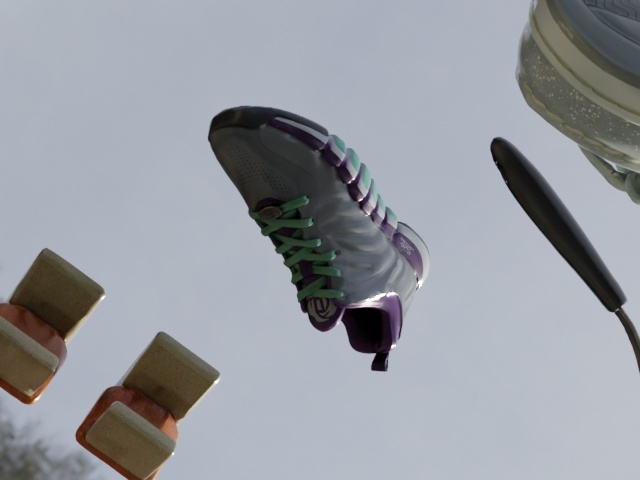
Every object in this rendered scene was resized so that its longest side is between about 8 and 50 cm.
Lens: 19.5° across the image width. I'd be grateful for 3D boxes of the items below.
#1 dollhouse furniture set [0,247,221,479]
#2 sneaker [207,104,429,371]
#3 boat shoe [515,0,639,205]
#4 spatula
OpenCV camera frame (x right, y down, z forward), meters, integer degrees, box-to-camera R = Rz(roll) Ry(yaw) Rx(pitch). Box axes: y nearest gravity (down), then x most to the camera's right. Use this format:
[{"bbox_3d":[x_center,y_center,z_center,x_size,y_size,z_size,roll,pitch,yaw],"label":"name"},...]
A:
[{"bbox_3d":[-0.137,0.182,0.946,0.259,0.262,0.135,36,-43,-6],"label":"dollhouse furniture set"},{"bbox_3d":[0.000,0.000,1.261,0.083,0.098,0.224,-13,-39,37],"label":"sneaker"},{"bbox_3d":[0.186,-0.032,0.745,0.103,0.320,0.118,-54,-127,25],"label":"boat shoe"},{"bbox_3d":[0.182,0.063,1.113,0.296,0.030,0.084,60,-6,-5],"label":"spatula"}]
